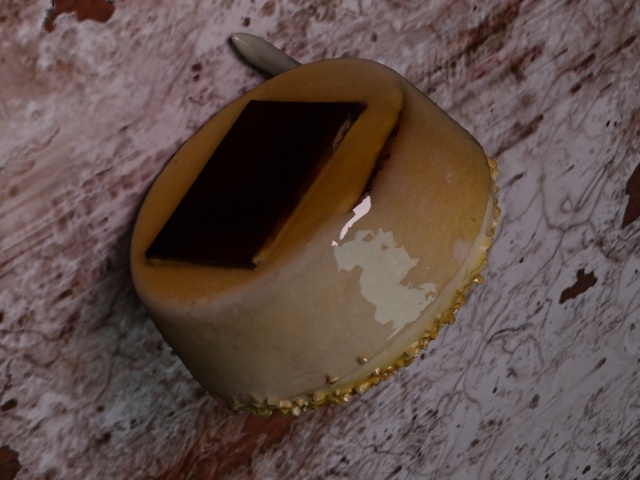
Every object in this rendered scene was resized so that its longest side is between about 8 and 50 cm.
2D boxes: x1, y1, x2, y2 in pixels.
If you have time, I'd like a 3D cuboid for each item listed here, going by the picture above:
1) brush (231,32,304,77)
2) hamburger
[{"bbox_3d":[0.014,-0.116,1.321,0.299,0.042,0.039,25,97,-50],"label":"brush"},{"bbox_3d":[0.000,0.000,1.175,0.302,0.302,0.170,-49,124,-12],"label":"hamburger"}]
